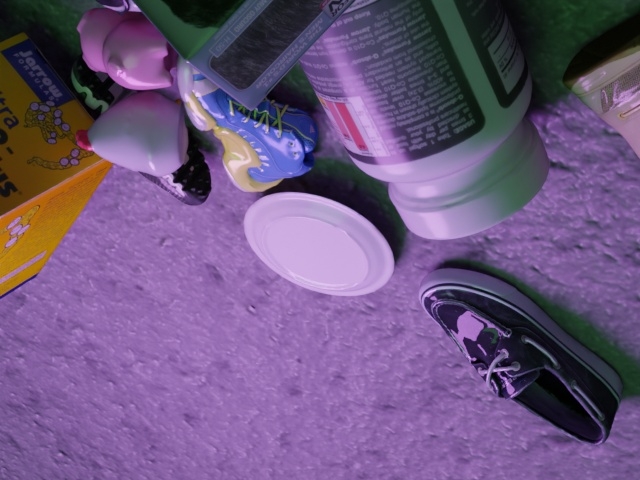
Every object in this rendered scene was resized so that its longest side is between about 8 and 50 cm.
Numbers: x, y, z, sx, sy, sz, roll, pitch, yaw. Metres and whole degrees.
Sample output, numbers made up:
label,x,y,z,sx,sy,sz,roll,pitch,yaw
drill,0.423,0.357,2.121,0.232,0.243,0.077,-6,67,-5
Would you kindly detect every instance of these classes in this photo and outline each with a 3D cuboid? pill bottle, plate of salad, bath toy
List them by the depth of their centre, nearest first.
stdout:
label,x,y,z,sx,sy,sz,roll,pitch,yaw
pill bottle,0.090,-0.191,1.373,0.210,0.210,0.363,-9,125,31
bath toy,-0.224,-0.234,1.500,0.129,0.151,0.348,-1,120,4
plate of salad,0.000,0.000,1.704,0.199,0.048,0.200,15,145,11

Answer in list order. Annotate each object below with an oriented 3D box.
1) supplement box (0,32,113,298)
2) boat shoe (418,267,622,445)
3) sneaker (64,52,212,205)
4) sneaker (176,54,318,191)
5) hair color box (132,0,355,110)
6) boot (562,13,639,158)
label,x,y,z,sx,sy,sz,roll,pitch,yaw
supplement box,-0.434,-0.058,1.691,0.194,0.195,0.356,50,140,5
boat shoe,0.244,0.150,1.686,0.301,0.102,0.108,37,135,-10
sneaker,-0.236,-0.125,1.682,0.234,0.078,0.106,45,136,-12
sneaker,-0.075,-0.152,1.571,0.126,0.091,0.240,-8,145,17
hair color box,-0.123,-0.310,1.226,0.185,0.374,0.113,-46,148,7
boot,0.400,-0.149,1.348,0.262,0.095,0.203,-26,115,41
